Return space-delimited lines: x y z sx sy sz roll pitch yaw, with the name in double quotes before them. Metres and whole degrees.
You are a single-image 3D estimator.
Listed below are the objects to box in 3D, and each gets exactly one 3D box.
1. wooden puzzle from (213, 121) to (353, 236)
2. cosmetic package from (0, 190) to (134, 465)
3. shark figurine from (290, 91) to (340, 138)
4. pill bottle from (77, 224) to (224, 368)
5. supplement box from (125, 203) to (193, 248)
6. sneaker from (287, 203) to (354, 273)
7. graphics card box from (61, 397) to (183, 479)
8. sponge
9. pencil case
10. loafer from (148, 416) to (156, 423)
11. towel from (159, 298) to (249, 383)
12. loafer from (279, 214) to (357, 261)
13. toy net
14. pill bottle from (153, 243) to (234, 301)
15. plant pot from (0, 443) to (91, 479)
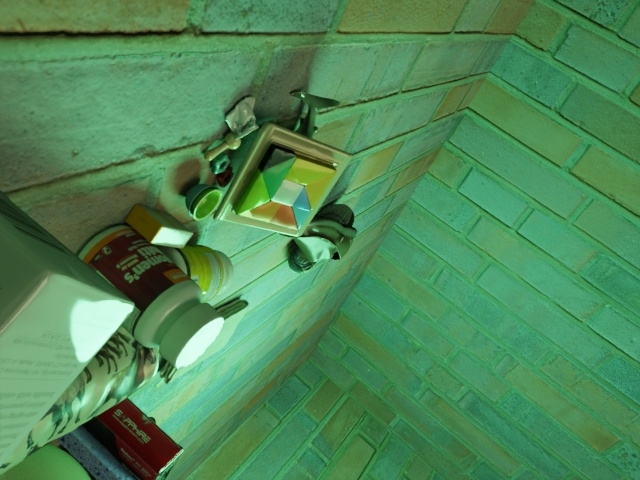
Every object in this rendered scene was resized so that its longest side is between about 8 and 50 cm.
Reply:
"wooden puzzle" -0.066 -0.104 0.965 0.238 0.044 0.221 9 124 -43
"cosmetic package" -0.413 0.156 0.409 0.453 0.230 0.161 -51 166 -11
"shark figurine" -0.041 -0.175 1.024 0.278 0.116 0.166 -54 167 16
"pill bottle" -0.261 0.086 0.753 0.121 0.221 0.121 -47 165 -17
"supplement box" -0.264 -0.021 0.806 0.036 0.062 0.098 -54 165 4
"sneaker" -0.008 -0.009 1.588 0.297 0.111 0.129 -44 -179 -20
"graphics card box" -0.489 0.539 1.122 0.371 0.232 0.094 -58 168 24
"sponge" -0.459 0.420 0.973 0.031 0.210 0.117 -48 166 -22
"pencil case" -0.426 0.222 0.700 0.184 0.160 0.410 -56 165 27
"loafer" -0.525 0.542 1.364 0.170 0.062 0.061 -31 150 -57
"towel" -0.322 0.275 1.371 0.187 0.049 0.282 -57 166 23
"loafer" 0.000 0.000 1.369 0.365 0.133 0.130 14 90 -60
"toy net" -0.160 -0.142 0.869 0.232 0.045 0.122 -56 165 15
"pill bottle" -0.255 0.065 0.927 0.119 0.119 0.208 -54 165 8
"plant pot" -0.512 0.410 0.737 0.284 0.284 0.191 -40 143 -39
